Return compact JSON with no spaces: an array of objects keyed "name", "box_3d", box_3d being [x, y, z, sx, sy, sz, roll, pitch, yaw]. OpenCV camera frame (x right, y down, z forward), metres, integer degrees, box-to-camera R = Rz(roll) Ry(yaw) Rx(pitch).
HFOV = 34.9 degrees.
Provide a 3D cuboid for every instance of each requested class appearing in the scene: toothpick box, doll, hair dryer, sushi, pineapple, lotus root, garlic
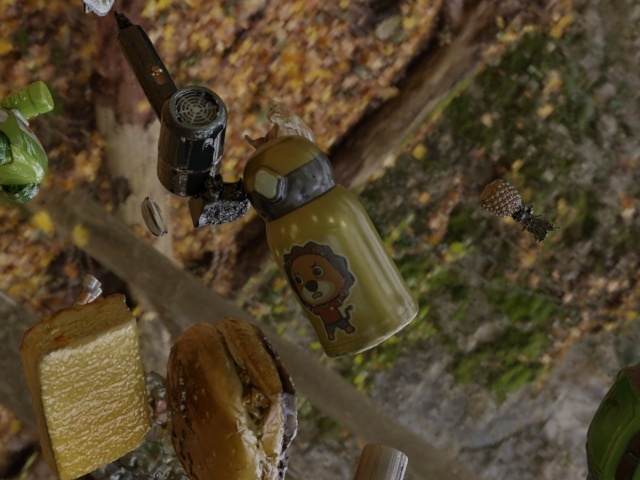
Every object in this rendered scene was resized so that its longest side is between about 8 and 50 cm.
[{"name":"toothpick box","box_3d":[0.122,0.557,2.267,0.111,0.111,0.180,-40,-155,56]},{"name":"doll","box_3d":[-0.475,0.176,1.947,0.183,0.085,0.217,133,-25,-74]},{"name":"hair dryer","box_3d":[-0.264,-0.259,1.658,0.107,0.352,0.189,-23,159,-22]},{"name":"sushi","box_3d":[-0.423,0.487,2.261,0.285,0.329,0.328,-49,-158,45]},{"name":"pineapple","box_3d":[0.304,-0.042,1.561,0.058,0.124,0.058,-52,-171,12]},{"name":"sushi","box_3d":[-0.157,-0.063,1.649,0.084,0.083,0.056,-52,-138,39]},{"name":"lotus root","box_3d":[-0.330,-0.044,2.013,0.030,0.083,0.037,-25,171,16]},{"name":"garlic","box_3d":[-0.068,-0.172,1.849,0.099,0.124,0.174,-46,-163,29]}]

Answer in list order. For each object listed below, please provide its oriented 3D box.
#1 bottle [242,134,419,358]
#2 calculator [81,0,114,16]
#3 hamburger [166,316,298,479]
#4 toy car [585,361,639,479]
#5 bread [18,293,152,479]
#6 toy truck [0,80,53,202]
[{"name":"bottle","box_3d":[0.000,0.000,1.613,0.171,0.351,0.171,-30,-173,4]},{"name":"calculator","box_3d":[-0.371,-0.524,1.792,0.177,0.040,0.268,49,55,-74]},{"name":"hamburger","box_3d":[-0.155,0.296,1.748,0.284,0.174,0.304,44,-40,47]},{"name":"toy car","box_3d":[0.352,0.197,0.992,0.213,0.176,0.358,-83,-161,-69]},{"name":"bread","box_3d":[-0.379,0.237,1.654,0.185,0.114,0.274,-22,130,-28]},{"name":"toy truck","box_3d":[-0.552,-0.171,1.723,0.187,0.148,0.210,-10,-124,14]}]
